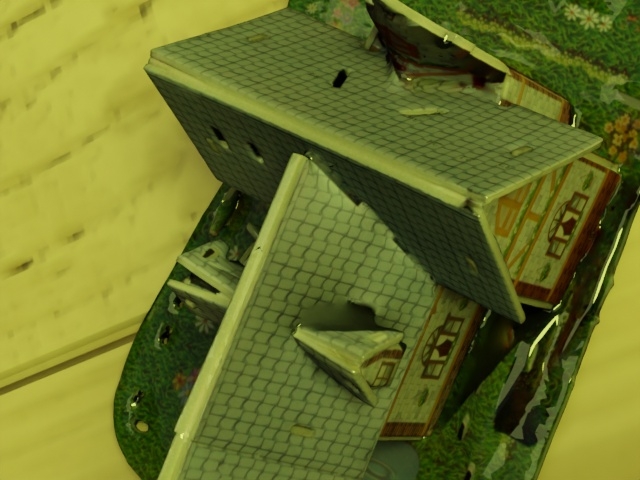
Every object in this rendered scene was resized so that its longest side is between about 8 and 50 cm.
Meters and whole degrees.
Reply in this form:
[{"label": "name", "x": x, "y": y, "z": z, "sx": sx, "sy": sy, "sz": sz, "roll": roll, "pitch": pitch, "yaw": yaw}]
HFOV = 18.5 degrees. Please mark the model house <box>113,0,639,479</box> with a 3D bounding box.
[{"label": "model house", "x": 0.000, "y": 0.000, "z": 0.436, "sx": 0.117, "sy": 0.088, "sz": 0.167, "roll": 28, "pitch": 97, "yaw": 26}]
